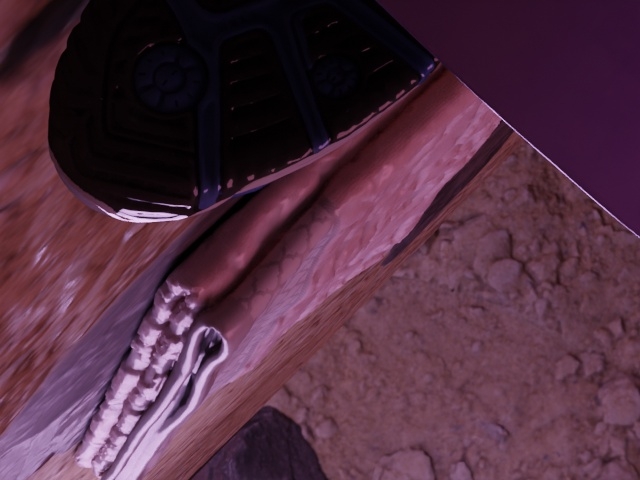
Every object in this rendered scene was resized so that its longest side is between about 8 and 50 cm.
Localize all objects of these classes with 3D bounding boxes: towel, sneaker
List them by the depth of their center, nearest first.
[{"bbox_3d":[0.009,-0.073,0.526,0.211,0.080,0.081,-43,173,-24],"label":"sneaker"},{"bbox_3d":[0.000,0.000,1.135,0.317,0.053,0.332,-43,175,-27],"label":"towel"}]

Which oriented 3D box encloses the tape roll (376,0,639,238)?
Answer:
[{"bbox_3d":[0.062,-0.069,0.386,0.080,0.189,0.189,-48,174,14],"label":"tape roll"}]
